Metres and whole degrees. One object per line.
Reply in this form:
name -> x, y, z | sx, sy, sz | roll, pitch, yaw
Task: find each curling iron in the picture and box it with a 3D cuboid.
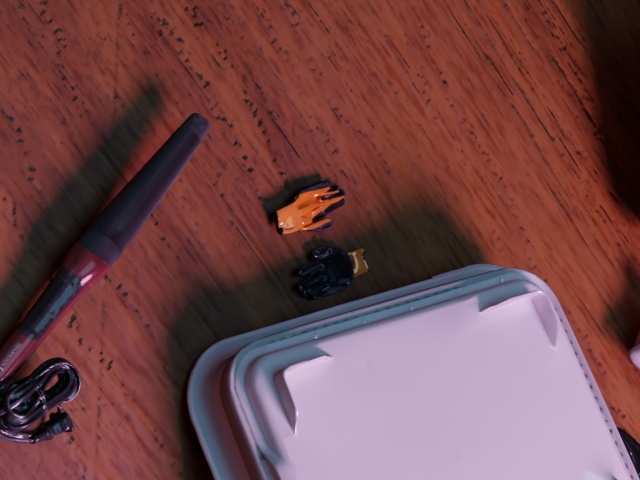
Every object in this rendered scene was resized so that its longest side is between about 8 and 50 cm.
curling iron -> -0.148, 0.022, 1.344 | 0.068, 0.035, 0.274 | 45, 60, -31

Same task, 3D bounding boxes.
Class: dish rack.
dish rack -> 0.092, 0.162, 1.434 | 0.333, 0.072, 0.285 | -15, 76, -33

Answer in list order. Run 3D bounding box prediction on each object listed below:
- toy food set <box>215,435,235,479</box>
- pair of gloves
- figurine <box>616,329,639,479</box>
toy food set -> 0.006, 0.180, 1.456 | 0.192, 0.038, 0.132 | -10, 84, -33
pair of gloves -> 0.000, 0.000, 1.485 | 0.074, 0.010, 0.083 | -26, 104, -40
figurine -> 0.319, 0.172, 1.682 | 0.209, 0.092, 0.215 | 33, 64, -27
